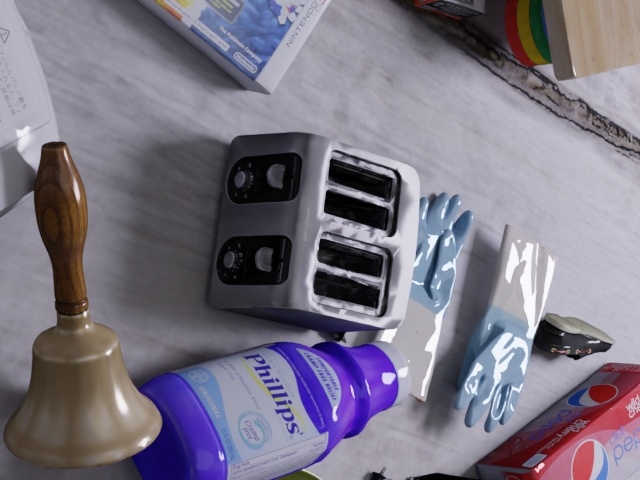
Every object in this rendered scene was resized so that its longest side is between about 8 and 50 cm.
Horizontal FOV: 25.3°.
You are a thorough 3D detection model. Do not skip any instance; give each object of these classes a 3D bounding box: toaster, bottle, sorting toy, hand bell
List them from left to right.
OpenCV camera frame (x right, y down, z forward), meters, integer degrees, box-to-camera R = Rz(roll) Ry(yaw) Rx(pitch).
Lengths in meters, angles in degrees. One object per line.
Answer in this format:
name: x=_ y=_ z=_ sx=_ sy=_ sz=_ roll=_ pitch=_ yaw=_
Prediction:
hand bell: x=-0.193 y=0.040 z=1.102 sx=0.126 sy=0.126 sz=0.242 roll=-21 pitch=119 yaw=-40
bottle: x=-0.038 y=0.152 z=1.288 sx=0.283 sy=0.092 sz=0.118 roll=-12 pitch=62 yaw=-41
toaster: x=0.000 y=0.000 z=1.331 sx=0.186 sy=0.110 sz=0.168 roll=16 pitch=78 yaw=-40
sorting toy: x=0.274 y=-0.312 z=1.580 sx=0.255 sy=0.089 sz=0.257 roll=-19 pitch=101 yaw=-54

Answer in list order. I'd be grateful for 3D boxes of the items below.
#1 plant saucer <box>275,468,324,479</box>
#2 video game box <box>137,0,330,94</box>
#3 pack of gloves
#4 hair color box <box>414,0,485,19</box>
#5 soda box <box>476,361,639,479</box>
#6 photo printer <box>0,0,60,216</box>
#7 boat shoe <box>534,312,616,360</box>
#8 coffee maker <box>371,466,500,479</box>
plant saucer: x=-0.056 y=0.325 z=1.311 sx=0.241 sy=0.037 sz=0.240 roll=4 pitch=84 yaw=-42
video game box: x=-0.074 y=-0.264 z=1.292 sx=0.205 sy=0.048 sz=0.187 roll=36 pitch=79 yaw=-34
pack of gloves: x=0.144 y=0.076 z=1.514 sx=0.195 sy=0.046 sz=0.232 roll=31 pitch=64 yaw=-24
hair color box: x=0.140 y=-0.313 z=1.518 sx=0.072 sy=0.043 sz=0.141 roll=9 pitch=80 yaw=-41
soda box: x=0.294 y=0.232 z=1.598 sx=0.263 sy=0.083 sz=0.092 roll=-28 pitch=106 yaw=-39
photo printer: x=-0.322 y=-0.106 z=1.017 sx=0.307 sy=0.107 sz=0.256 roll=-43 pitch=116 yaw=-52
boat shoe: x=0.290 y=0.113 z=1.630 sx=0.133 sy=0.049 sz=0.042 roll=12 pitch=107 yaw=-48
coffee maker: x=0.164 y=0.295 z=1.415 sx=0.171 sy=0.178 sz=0.120 roll=16 pitch=76 yaw=-40
